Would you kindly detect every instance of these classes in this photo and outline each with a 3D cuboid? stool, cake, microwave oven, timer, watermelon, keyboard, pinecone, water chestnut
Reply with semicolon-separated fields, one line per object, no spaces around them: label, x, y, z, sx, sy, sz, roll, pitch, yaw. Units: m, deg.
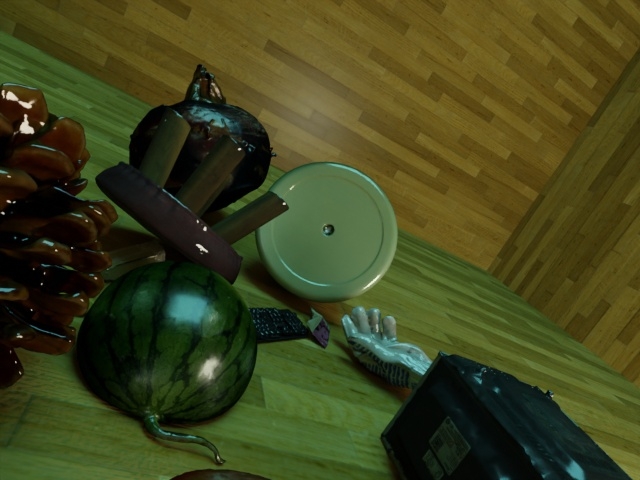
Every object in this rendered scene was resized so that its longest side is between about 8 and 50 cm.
stool;-0.208;-0.069;0.742;0.272;0.178;0.272;35;-12;8
cake;-0.296;0.042;0.658;0.121;0.065;0.052;-14;40;-38
microwave oven;0.247;0.297;0.517;0.238;0.181;0.295;25;14;-23
timer;0.000;0.000;1.032;0.291;0.290;0.315;29;-10;-1
watermelon;-0.159;0.101;0.516;0.204;0.127;0.232;30;19;-11
keyboard;-0.105;0.136;0.717;0.072;0.023;0.231;41;18;33
pinecone;-0.294;0.008;0.344;0.264;0.264;0.264;28;14;-7
water chestnut;-0.281;-0.235;1.050;0.336;0.346;0.335;-9;0;0

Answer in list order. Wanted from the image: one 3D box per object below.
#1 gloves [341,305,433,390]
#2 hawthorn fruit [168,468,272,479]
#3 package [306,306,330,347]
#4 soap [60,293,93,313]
gloves;0.129;0.205;0.792;0.229;0.097;0.119;40;12;23
hawthorn fruit;-0.065;0.213;0.281;0.163;0.162;0.204;17;4;-43
package;-0.003;0.159;0.822;0.059;0.029;0.083;52;13;-8
soap;-0.321;0.069;0.533;0.089;0.012;0.034;23;15;-24
